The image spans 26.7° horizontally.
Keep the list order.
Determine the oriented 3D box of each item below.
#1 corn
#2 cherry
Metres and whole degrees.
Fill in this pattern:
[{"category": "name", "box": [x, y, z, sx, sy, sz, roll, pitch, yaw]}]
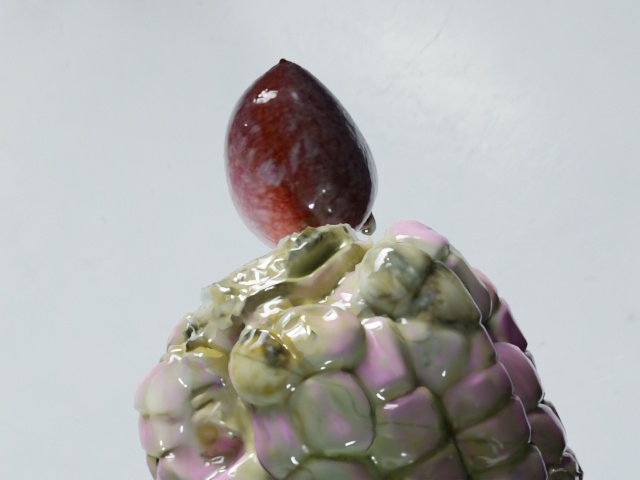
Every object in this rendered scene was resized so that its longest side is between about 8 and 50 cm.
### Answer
[{"category": "corn", "box": [0.059, 0.150, 0.424, 0.126, 0.126, 0.335, -29, 94, -9]}, {"category": "cherry", "box": [0.000, 0.000, 0.818, 0.090, 0.107, 0.225, -18, 105, -7]}]
